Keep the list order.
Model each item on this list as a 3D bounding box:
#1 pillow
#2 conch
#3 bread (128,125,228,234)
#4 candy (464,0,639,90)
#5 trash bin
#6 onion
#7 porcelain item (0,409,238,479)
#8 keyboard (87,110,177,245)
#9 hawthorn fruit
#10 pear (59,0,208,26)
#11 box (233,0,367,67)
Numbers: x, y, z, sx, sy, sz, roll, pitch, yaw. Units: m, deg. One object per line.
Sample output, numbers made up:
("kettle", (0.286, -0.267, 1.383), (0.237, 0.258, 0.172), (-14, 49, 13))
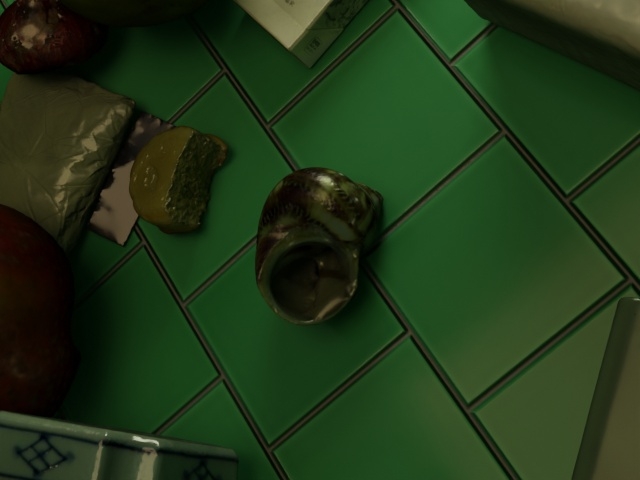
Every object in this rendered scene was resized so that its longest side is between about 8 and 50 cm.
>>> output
("pillow", (-0.439, -0.133, 1.665), (0.274, 0.076, 0.281), (26, 90, 31))
("conch", (0.001, 0.000, 1.377), (0.181, 0.124, 0.187), (-26, 90, 10))
("bread", (-0.211, -0.090, 1.530), (0.125, 0.086, 0.156), (15, 83, 36))
("candy", (0.315, -0.288, 1.230), (0.358, 0.208, 0.145), (34, 95, 30))
("trash bin", (0.375, 0.249, 1.095), (0.222, 0.158, 0.344), (9, 76, 28))
("onion", (-0.420, -0.336, 1.649), (0.183, 0.184, 0.147), (12, 125, 30))
("porcelain item", (-0.265, 0.311, 1.341), (0.285, 0.281, 0.157), (3, 76, 27))
("keyboard", (-0.279, -0.092, 1.603), (0.074, 0.015, 0.197), (25, 90, 15))
("hawthorn fruit", (-0.545, 0.133, 1.466), (0.402, 0.403, 0.403), (-7, 74, 26))
("pear", (-0.271, -0.467, 1.518), (0.413, 0.352, 0.352), (31, 93, 42))
("box", (0.006, -0.392, 1.500), (0.256, 0.069, 0.164), (-48, 61, 8))
